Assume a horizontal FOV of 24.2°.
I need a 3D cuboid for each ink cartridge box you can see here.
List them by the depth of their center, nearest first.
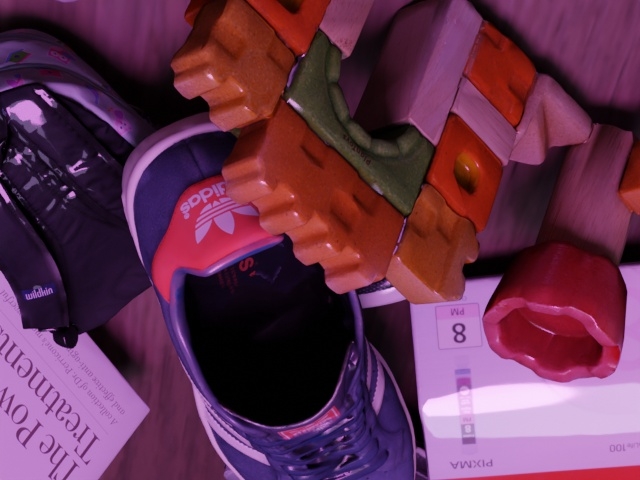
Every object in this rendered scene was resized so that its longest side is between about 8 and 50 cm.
[{"bbox_3d":[0.165,0.136,1.033,0.189,0.232,0.066,-6,173,5],"label":"ink cartridge box"}]

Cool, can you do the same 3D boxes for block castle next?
[{"bbox_3d":[0.096,-0.102,0.747,0.303,0.213,0.453,-15,133,46],"label":"block castle"}]

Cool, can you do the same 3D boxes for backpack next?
[{"bbox_3d":[-0.166,-0.041,0.933,0.152,0.115,0.182,-38,128,4],"label":"backpack"}]

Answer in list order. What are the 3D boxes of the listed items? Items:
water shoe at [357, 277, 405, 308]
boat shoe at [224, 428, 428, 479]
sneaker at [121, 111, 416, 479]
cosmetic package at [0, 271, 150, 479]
[{"bbox_3d":[0.000,0.000,0.996,0.203,0.073,0.080,-11,127,10],"label":"water shoe"},{"bbox_3d":[0.080,0.187,1.132,0.306,0.105,0.113,23,158,-6],"label":"boat shoe"},{"bbox_3d":[-0.016,0.094,0.914,0.131,0.148,0.350,-30,126,-2],"label":"sneaker"},{"bbox_3d":[-0.309,0.092,0.943,0.097,0.284,0.377,10,144,45],"label":"cosmetic package"}]
